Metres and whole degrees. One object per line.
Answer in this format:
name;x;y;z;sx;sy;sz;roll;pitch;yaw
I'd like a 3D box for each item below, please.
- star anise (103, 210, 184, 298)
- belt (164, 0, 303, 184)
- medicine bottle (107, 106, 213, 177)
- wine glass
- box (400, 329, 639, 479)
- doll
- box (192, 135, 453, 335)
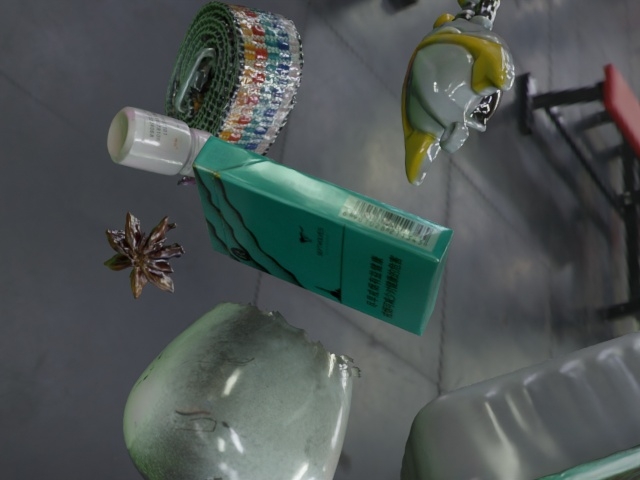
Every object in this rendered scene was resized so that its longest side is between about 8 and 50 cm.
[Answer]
star anise;-0.319;0.028;1.626;0.057;0.168;0.167;-47;119;-81
belt;-0.163;-0.248;1.490;0.161;0.295;0.206;2;47;-38
medicine bottle;-0.142;-0.086;0.819;0.089;0.052;0.052;12;68;-37
wine glass;-0.108;0.234;0.907;0.238;0.238;0.322;45;63;-37
box;0.190;0.159;0.689;0.264;0.337;0.106;89;-18;-59
doll;0.153;-0.190;0.994;0.103;0.146;0.316;56;28;-25
box;0.000;0.000;0.819;0.161;0.226;0.042;89;25;-61
